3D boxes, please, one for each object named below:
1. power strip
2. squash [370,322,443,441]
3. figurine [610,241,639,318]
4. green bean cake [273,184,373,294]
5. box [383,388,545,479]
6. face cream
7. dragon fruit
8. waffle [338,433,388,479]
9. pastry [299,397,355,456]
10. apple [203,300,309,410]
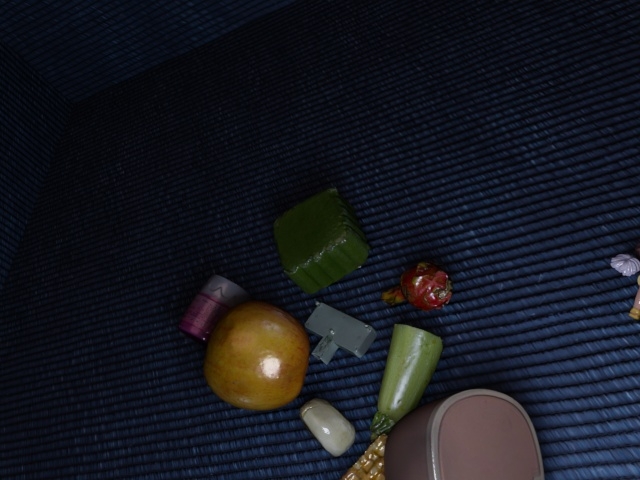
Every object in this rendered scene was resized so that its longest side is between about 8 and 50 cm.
[{"bbox_3d":[0.035,0.262,2.066,0.216,0.061,0.145,20,69,46],"label":"power strip"},{"bbox_3d":[0.205,0.358,1.844,0.137,0.137,0.287,8,77,41],"label":"squash"},{"bbox_3d":[0.742,0.060,1.652,0.175,0.116,0.240,22,78,48],"label":"figurine"},{"bbox_3d":[0.000,0.000,2.235,0.247,0.156,0.250,-33,43,13],"label":"green bean cake"},{"bbox_3d":[0.276,0.459,1.527,0.216,0.301,0.301,-35,32,55],"label":"box"},{"bbox_3d":[-0.308,0.223,2.275,0.175,0.175,0.195,15,69,44],"label":"face cream"},{"bbox_3d":[0.245,0.129,1.984,0.246,0.125,0.125,-26,10,46],"label":"dragon fruit"},{"bbox_3d":[0.108,0.616,1.703,0.308,0.091,0.213,-45,41,-4],"label":"waffle"},{"bbox_3d":[0.016,0.452,1.860,0.092,0.156,0.156,-48,42,-11],"label":"pastry"},{"bbox_3d":[-0.155,0.309,2.011,0.275,0.299,0.299,12,62,16],"label":"apple"}]
